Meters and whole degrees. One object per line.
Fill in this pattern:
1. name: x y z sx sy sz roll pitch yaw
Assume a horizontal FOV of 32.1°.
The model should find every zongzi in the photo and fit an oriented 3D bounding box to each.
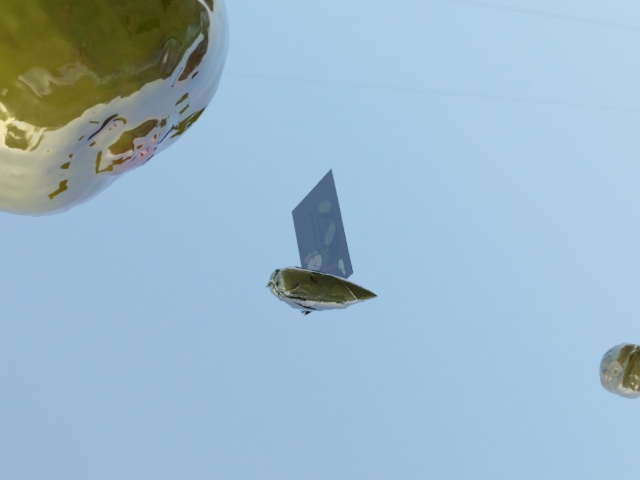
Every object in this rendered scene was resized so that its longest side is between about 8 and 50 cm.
1. zongzi: 0.000 0.062 1.482 0.109 0.119 0.055 30 -121 -56

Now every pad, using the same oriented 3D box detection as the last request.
1. pad: 0.000 0.000 1.698 0.004 0.127 0.190 11 -127 -30

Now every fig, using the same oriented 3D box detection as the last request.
1. fig: -0.262 -0.208 1.018 0.343 0.343 0.343 17 -120 -31

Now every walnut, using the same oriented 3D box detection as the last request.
1. walnut: 0.457 0.193 1.652 0.092 0.092 0.092 17 -120 -31
